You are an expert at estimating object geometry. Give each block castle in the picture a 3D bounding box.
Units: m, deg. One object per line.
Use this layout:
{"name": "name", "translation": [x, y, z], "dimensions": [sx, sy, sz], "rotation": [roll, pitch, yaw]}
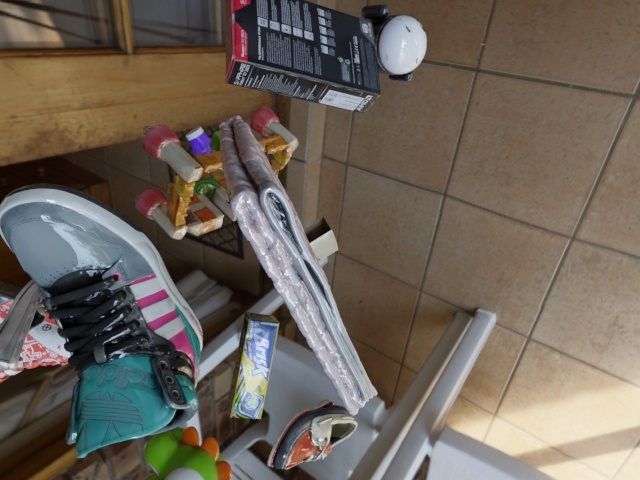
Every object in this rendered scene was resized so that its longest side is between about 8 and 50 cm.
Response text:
{"name": "block castle", "translation": [-0.308, -0.218, 1.255], "dimensions": [0.213, 0.453, 0.303], "rotation": [43, 132, 15]}

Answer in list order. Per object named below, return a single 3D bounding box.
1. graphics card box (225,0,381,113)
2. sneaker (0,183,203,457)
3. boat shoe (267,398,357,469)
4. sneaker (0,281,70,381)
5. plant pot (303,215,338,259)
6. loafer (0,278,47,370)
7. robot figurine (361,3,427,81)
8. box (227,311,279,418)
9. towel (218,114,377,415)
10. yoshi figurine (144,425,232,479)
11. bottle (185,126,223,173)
{"name": "graphics card box", "translation": [-0.041, -0.459, 1.020], "dimensions": [0.094, 0.371, 0.232], "rotation": [142, 126, -60]}
{"name": "sneaker", "translation": [-0.205, 0.103, 0.409], "dimensions": [0.178, 0.124, 0.295], "rotation": [-108, -3, -47]}
{"name": "boat shoe", "translation": [-0.005, 0.202, 0.436], "dimensions": [0.043, 0.137, 0.049], "rotation": [27, 97, 25]}
{"name": "sneaker", "translation": [-0.487, 0.190, 0.734], "dimensions": [0.270, 0.144, 0.090], "rotation": [31, 175, -17]}
{"name": "plant pot", "translation": [0.000, 0.000, 1.459], "dimensions": [0.096, 0.109, 0.109], "rotation": [56, -177, -33]}
{"name": "loafer", "translation": [-0.329, 0.092, 0.472], "dimensions": [0.039, 0.125, 0.045], "rotation": [19, 124, -15]}
{"name": "robot figurine", "translation": [0.210, -0.622, 1.348], "dimensions": [0.278, 0.209, 0.173], "rotation": [36, 114, 53]}
{"name": "box", "translation": [-0.117, 0.213, 0.731], "dimensions": [0.059, 0.054, 0.168], "rotation": [-171, 91, -72]}
{"name": "towel", "translation": [-0.036, 0.015, 0.573], "dimensions": [0.317, 0.054, 0.331], "rotation": [-118, 3, -60]}
{"name": "yoshi figurine", "translation": [-0.173, 0.467, 0.649], "dimensions": [0.362, 0.203, 0.203], "rotation": [39, 152, 32]}
{"name": "bottle", "translation": [-0.408, -0.298, 1.626], "dimensions": [0.092, 0.118, 0.282], "rotation": [-15, 123, 24]}
